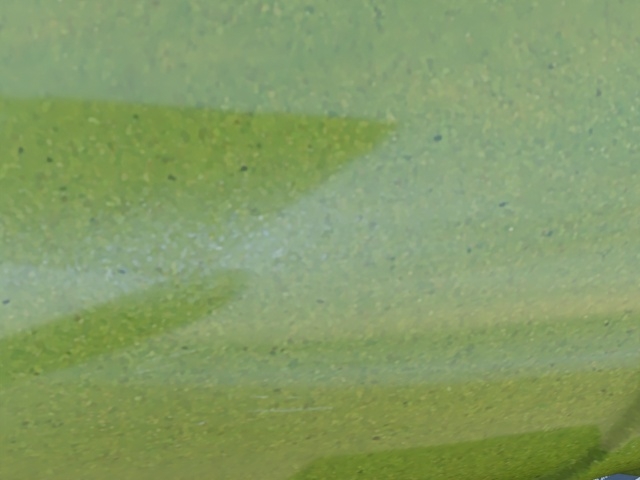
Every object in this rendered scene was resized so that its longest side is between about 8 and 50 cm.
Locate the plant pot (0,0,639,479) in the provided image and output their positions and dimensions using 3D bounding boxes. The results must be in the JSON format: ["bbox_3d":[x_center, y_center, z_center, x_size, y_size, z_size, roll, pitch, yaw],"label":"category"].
[{"bbox_3d":[-0.079,-0.071,0.517,0.353,0.366,0.366,-12,82,-27],"label":"plant pot"}]

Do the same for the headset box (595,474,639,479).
[{"bbox_3d":[0.097,0.197,0.770,0.246,0.131,0.283,-29,84,-21],"label":"headset box"}]
